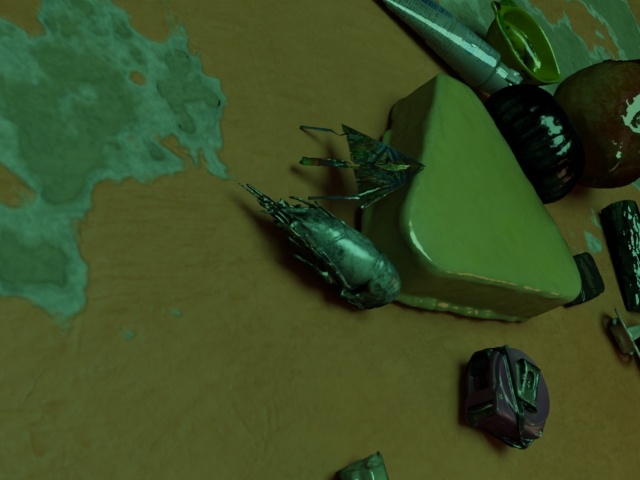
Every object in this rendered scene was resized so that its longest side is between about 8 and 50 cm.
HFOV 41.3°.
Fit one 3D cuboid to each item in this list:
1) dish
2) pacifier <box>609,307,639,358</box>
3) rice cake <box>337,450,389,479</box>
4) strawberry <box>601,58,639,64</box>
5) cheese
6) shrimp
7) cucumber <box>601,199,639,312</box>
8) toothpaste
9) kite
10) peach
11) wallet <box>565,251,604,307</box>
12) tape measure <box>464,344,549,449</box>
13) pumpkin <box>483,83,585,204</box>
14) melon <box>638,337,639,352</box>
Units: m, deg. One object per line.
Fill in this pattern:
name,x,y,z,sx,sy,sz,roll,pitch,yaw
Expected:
dish,0.353,-0.348,1.562,0.208,0.080,0.148,41,46,-22
pacifier,0.534,0.152,1.433,0.099,0.078,0.081,63,18,6
rice cake,0.077,0.343,0.851,0.057,0.052,0.256,2,65,-49
strawberry,0.611,-0.285,1.729,0.184,0.186,0.201,34,11,6
cheese,0.180,-0.030,1.157,0.384,0.104,0.383,25,50,-34
shrimp,0.000,0.000,0.978,0.233,0.079,0.090,38,39,-17
cucumber,0.583,0.030,1.571,0.078,0.062,0.211,17,54,-39
toothpaste,0.210,-0.345,1.428,0.299,0.073,0.114,38,44,-12
kite,0.052,-0.092,1.049,0.160,0.010,0.182,2,40,-7
peach,0.514,-0.197,1.519,0.232,0.232,0.256,37,34,-24
wallet,0.431,0.065,1.426,0.157,0.018,0.082,-8,72,-49
tape measure,0.241,0.201,1.095,0.118,0.074,0.125,30,49,-31
pumpkin,0.328,-0.149,1.342,0.202,0.140,0.202,57,4,-6
melon,0.600,0.184,1.462,0.098,0.098,0.130,23,55,-35
